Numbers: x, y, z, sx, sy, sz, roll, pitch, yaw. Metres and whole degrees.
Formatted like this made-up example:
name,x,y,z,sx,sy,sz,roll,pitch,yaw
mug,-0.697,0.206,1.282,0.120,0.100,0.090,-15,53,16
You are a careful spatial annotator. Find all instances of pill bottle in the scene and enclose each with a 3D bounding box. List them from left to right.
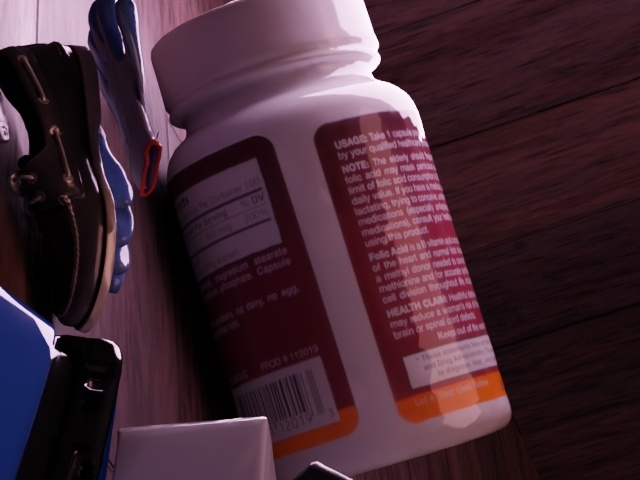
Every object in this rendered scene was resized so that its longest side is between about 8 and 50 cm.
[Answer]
name,x,y,z,sx,sy,sz,roll,pitch,yaw
pill bottle,0.000,0.000,1.577,0.224,0.224,0.392,17,56,-78

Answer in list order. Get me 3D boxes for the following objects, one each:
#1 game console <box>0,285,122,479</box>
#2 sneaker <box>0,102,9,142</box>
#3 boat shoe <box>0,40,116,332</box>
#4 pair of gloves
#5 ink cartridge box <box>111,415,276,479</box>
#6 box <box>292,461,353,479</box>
name,x,y,z,sx,sy,sz,roll,pitch,yaw
game console,-0.193,0.141,0.857,0.293,0.173,0.250,-86,-174,-64
sneaker,-0.206,-0.059,1.071,0.089,0.051,0.170,44,25,-59
boat shoe,-0.178,-0.037,1.220,0.065,0.075,0.206,7,62,-30
pair of gloves,-0.143,-0.070,1.271,0.198,0.023,0.159,108,-30,-46
ink cartridge box,-0.064,0.230,1.064,0.154,0.093,0.212,-90,174,-58
box,0.075,0.322,0.791,0.179,0.312,0.343,-40,141,-36
